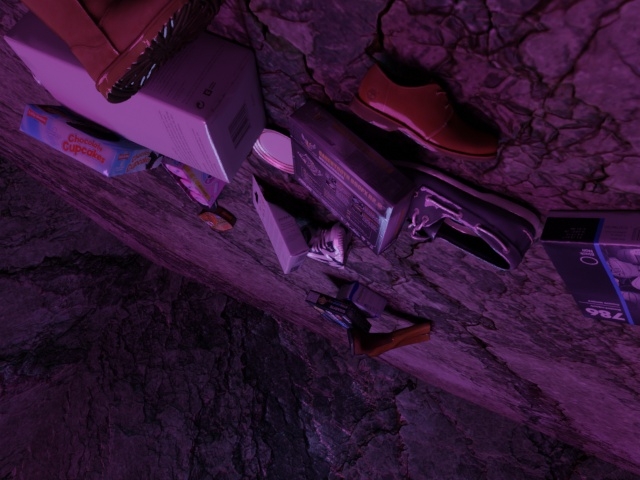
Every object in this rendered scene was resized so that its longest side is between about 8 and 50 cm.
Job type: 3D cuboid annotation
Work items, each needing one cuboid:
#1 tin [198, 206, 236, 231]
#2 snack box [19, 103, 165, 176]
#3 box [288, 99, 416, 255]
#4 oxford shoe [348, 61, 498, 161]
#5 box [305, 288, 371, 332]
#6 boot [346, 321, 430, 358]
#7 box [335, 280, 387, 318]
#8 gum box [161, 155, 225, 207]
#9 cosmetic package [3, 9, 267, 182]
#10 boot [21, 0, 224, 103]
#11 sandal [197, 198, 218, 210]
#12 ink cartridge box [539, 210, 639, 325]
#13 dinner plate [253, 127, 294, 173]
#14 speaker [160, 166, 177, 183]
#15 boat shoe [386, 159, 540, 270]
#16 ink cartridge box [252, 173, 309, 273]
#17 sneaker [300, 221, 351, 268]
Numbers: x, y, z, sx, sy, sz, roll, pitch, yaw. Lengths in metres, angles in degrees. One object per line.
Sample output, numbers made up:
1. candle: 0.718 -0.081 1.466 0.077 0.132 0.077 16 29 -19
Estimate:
1. tin: -0.354 -0.075 1.516 0.106 0.040 0.189 40 158 -23
2. snack box: -0.445 -0.222 0.956 0.187 0.060 0.322 28 -164 -2
3. box: 0.045 -0.100 0.749 0.231 0.056 0.183 44 161 18
4. oxford shoe: 0.148 -0.163 0.571 0.212 0.076 0.076 20 123 -11
5. box: 0.067 0.260 1.575 0.175 0.051 0.220 16 160 33
6. boot: 0.242 0.336 1.512 0.280 0.096 0.264 -15 145 10
7. box: 0.140 0.210 1.541 0.137 0.072 0.126 32 160 -12
8. gum box: -0.295 -0.171 1.072 0.062 0.107 0.188 21 160 17
9. cosmetic package: -0.295 -0.265 0.753 0.365 0.155 0.197 25 162 8
10. boot: -0.290 -0.353 0.566 0.270 0.236 0.089 52 -172 -7
11. sandal: -0.329 -0.146 1.305 0.067 0.040 0.179 22 147 -1
12. ink cartridge box: 0.496 0.069 0.713 0.165 0.065 0.332 3 151 49
13. dinner plate: -0.078 -0.183 0.892 0.141 0.017 0.141 24 162 9
14. speaker: -0.416 -0.213 1.209 0.055 0.055 0.136 12 156 37
15. boat shoe: 0.197 -0.045 0.751 0.319 0.099 0.116 23 164 16
16. ink cartridge box: -0.109 -0.043 1.149 0.189 0.066 0.233 116 134 -71
17. sneaker: 0.000 0.000 1.142 0.152 0.094 0.235 15 170 8
